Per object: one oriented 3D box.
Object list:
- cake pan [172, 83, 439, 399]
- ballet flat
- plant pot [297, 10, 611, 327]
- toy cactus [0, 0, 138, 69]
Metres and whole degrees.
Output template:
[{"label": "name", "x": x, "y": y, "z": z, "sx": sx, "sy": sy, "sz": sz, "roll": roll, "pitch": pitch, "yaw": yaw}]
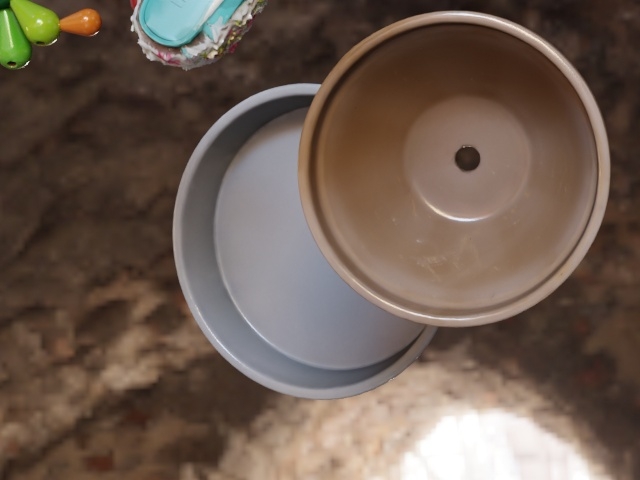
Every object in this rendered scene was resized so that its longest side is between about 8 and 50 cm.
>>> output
[{"label": "cake pan", "x": 0.000, "y": 0.000, "z": 1.670, "sx": 0.293, "sy": 0.293, "sz": 0.054, "roll": -10, "pitch": 2, "yaw": 28}, {"label": "ballet flat", "x": -0.037, "y": -0.214, "z": 1.191, "sx": 0.241, "sy": 0.091, "sz": 0.077, "roll": -49, "pitch": -16, "yaw": 4}, {"label": "plant pot", "x": 0.107, "y": -0.058, "z": 1.386, "sx": 0.237, "sy": 0.237, "sz": 0.110, "roll": -6, "pitch": 6, "yaw": 11}, {"label": "toy cactus", "x": -0.247, "y": -0.224, "z": 1.388, "sx": 0.219, "sy": 0.181, "sz": 0.112, "roll": -11, "pitch": 15, "yaw": 11}]
